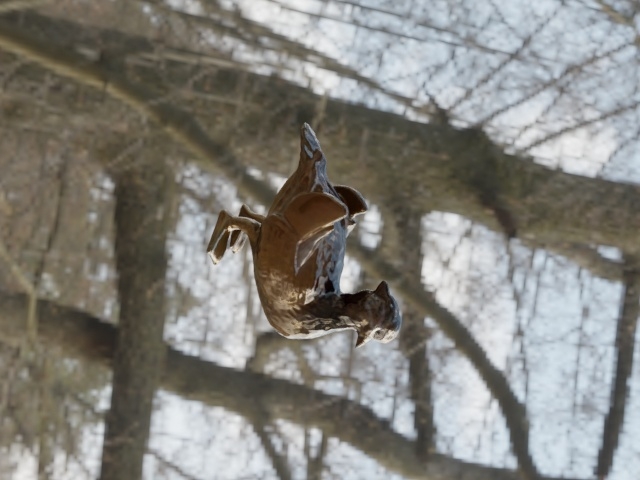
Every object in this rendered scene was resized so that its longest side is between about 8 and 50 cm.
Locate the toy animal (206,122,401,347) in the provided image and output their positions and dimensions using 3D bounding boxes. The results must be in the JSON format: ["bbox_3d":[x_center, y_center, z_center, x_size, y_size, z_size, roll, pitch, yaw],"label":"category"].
[{"bbox_3d":[0.000,0.000,1.217,0.179,0.089,0.188,20,-73,18],"label":"toy animal"}]
